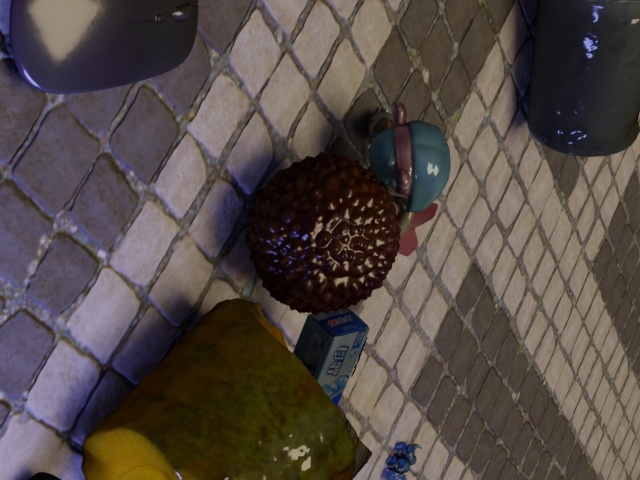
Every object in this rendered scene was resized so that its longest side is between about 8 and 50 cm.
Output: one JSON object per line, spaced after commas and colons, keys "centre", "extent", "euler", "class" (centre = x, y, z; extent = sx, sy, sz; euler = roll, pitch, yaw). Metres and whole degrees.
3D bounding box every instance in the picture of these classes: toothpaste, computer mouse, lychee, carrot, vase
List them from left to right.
{"centre": [-0.185, -0.202, 1.093], "extent": [0.232, 0.057, 0.120], "euler": [-23, 123, -51], "class": "computer mouse"}
{"centre": [-0.091, 0.213, 1.262], "extent": [0.340, 0.241, 0.242], "euler": [-44, 138, -37], "class": "carrot"}
{"centre": [-0.019, 0.203, 1.454], "extent": [0.066, 0.053, 0.272], "euler": [-13, 133, -46], "class": "toothpaste"}
{"centre": [0.000, 0.000, 1.351], "extent": [0.188, 0.188, 0.188], "euler": [-31, 129, -48], "class": "lychee"}
{"centre": [0.422, -0.289, 1.857], "extent": [0.245, 0.245, 0.291], "euler": [-36, 138, -45], "class": "vase"}

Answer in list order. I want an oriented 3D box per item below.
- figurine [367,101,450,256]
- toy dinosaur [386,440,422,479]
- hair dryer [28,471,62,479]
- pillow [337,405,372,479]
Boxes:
{"centre": [0.104, -0.081, 1.512], "extent": [0.260, 0.102, 0.205], "euler": [95, 1, -65], "class": "figurine"}
{"centre": [0.127, 0.344, 1.857], "extent": [0.083, 0.030, 0.047], "euler": [-56, 145, -25], "class": "toy dinosaur"}
{"centre": [-0.274, 0.347, 1.218], "extent": [0.128, 0.070, 0.255], "euler": [-53, 150, -31], "class": "hair dryer"}
{"centre": [0.005, 0.286, 1.631], "extent": [0.113, 0.038, 0.203], "euler": [-50, 143, -17], "class": "pillow"}
